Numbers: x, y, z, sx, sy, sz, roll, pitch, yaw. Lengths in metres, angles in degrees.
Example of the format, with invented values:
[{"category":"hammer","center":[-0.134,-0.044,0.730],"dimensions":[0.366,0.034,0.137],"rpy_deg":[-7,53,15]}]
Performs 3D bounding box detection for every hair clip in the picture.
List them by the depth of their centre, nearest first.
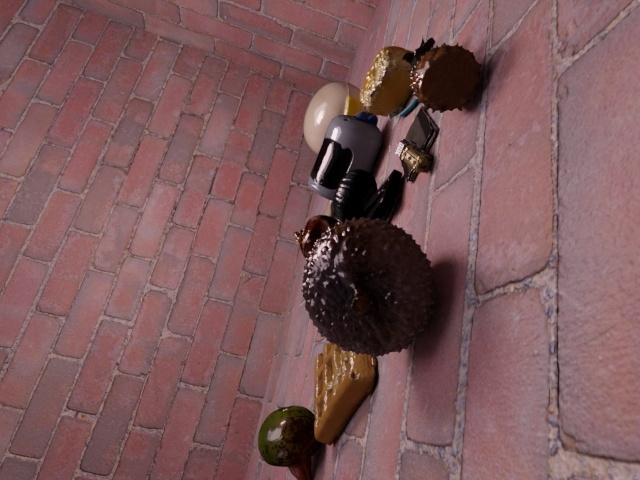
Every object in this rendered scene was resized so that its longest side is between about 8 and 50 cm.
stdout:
[{"category":"hair clip","center":[0.080,-0.171,1.980],"dimensions":[0.282,0.113,0.173],"rpy_deg":[-114,41,-77]}]

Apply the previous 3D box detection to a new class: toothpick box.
[{"category":"toothpick box","center":[0.120,-0.349,1.744],"dimensions":[0.263,0.263,0.355],"rpy_deg":[-94,23,-64]}]

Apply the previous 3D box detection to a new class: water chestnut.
[{"category":"water chestnut","center":[0.000,0.000,1.814],"dimensions":[0.223,0.238,0.224],"rpy_deg":[-39,-44,-53]}]

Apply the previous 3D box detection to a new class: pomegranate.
[{"category":"pomegranate","center":[-0.086,0.662,1.378],"dimensions":[0.214,0.214,0.248],"rpy_deg":[129,123,-67]}]

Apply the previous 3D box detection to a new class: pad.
[{"category":"pad","center":[0.284,-0.293,1.282],"dimensions":[0.233,0.022,0.174],"rpy_deg":[-87,17,-56]}]

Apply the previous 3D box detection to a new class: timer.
[{"category":"timer","center":[0.191,-0.129,1.372],"dimensions":[0.144,0.055,0.187],"rpy_deg":[-66,4,-29]}]

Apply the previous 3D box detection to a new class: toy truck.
[{"category":"toy truck","center":[0.250,-0.228,1.162],"dimensions":[0.123,0.062,0.052],"rpy_deg":[54,133,43]}]

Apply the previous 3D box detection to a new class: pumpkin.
[{"category":"pumpkin","center":[0.122,-0.150,1.515],"dimensions":[0.202,0.140,0.202],"rpy_deg":[-38,-42,-47]}]

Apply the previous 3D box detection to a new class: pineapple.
[{"category":"pineapple","center":[0.285,-0.430,1.095],"dimensions":[0.364,0.165,0.166],"rpy_deg":[-89,18,-61]}]

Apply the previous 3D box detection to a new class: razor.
[{"category":"razor","center":[0.295,-0.451,1.445],"dimensions":[0.068,0.037,0.191],"rpy_deg":[-33,5,-14]}]

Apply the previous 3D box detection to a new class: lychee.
[{"category":"lychee","center":[0.101,0.099,0.918],"dimensions":[0.300,0.300,0.300],"rpy_deg":[-164,90,-81]}]

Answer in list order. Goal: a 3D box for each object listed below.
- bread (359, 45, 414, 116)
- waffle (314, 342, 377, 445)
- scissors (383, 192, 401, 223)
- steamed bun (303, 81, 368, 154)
[{"category":"bread","center":[0.247,-0.554,1.515],"dimensions":[0.245,0.174,0.121],"rpy_deg":[116,147,-50]},{"category":"waffle","center":[0.061,0.386,1.268],"dimensions":[0.304,0.077,0.348],"rpy_deg":[-88,17,-53]},{"category":"scissors","center":[0.185,-0.015,1.372],"dimensions":[0.160,0.024,0.318],"rpy_deg":[-90,19,-60]},{"category":"steamed bun","center":[0.075,-0.591,2.127],"dimensions":[0.334,0.333,0.374],"rpy_deg":[-87,17,-55]}]
